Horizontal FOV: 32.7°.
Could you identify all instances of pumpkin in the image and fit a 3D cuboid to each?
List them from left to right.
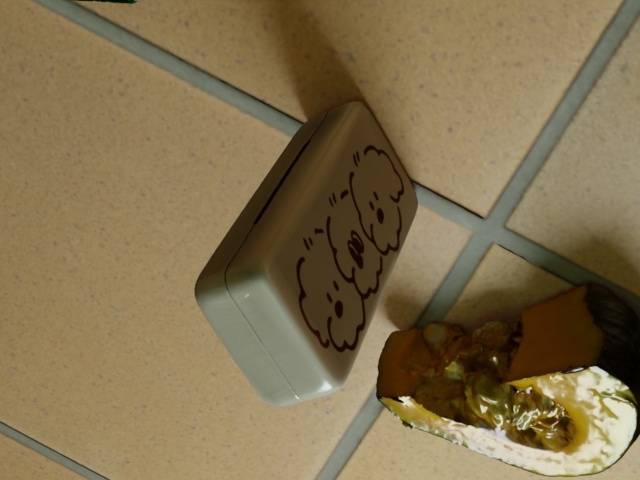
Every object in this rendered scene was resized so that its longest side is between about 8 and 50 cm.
[{"bbox_3d":[0.214,0.131,1.154,0.280,0.139,0.190,21,129,2],"label":"pumpkin"}]

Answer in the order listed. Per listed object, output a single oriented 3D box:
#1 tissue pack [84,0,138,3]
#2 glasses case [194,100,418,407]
[{"bbox_3d":[-0.282,-0.325,1.039,0.209,0.148,0.156,7,83,16],"label":"tissue pack"},{"bbox_3d":[0.000,0.000,1.021,0.076,0.336,0.144,-21,113,29],"label":"glasses case"}]
